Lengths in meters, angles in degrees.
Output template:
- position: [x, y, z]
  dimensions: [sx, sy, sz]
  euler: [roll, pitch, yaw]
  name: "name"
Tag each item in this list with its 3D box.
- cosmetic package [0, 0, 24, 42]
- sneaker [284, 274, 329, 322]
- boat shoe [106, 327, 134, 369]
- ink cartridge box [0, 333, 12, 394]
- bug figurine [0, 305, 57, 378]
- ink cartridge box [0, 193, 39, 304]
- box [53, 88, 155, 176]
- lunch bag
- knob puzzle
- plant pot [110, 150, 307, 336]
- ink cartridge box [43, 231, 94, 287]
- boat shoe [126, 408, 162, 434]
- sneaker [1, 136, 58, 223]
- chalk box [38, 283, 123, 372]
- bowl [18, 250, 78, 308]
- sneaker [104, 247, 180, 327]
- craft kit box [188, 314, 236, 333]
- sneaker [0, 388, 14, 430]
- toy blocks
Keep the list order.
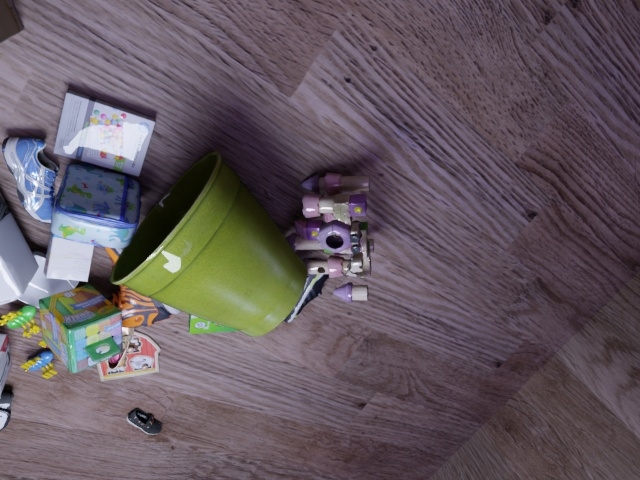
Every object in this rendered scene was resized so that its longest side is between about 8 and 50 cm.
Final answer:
- position: [-0.610, -0.395, 0.747]
  dimensions: [0.113, 0.309, 0.160]
  euler: [-17, 126, -9]
  name: "cosmetic package"
- position: [-0.038, 0.172, 1.445]
  dimensions: [0.097, 0.084, 0.235]
  euler: [21, 111, -31]
  name: "sneaker"
- position: [-0.578, 0.294, 1.316]
  dimensions: [0.062, 0.059, 0.170]
  euler: [11, 105, -13]
  name: "boat shoe"
- position: [-0.819, 0.311, 1.140]
  dimensions: [0.056, 0.099, 0.135]
  euler: [8, 130, -20]
  name: "ink cartridge box"
- position: [-0.791, 0.260, 1.218]
  dimensions: [0.216, 0.072, 0.279]
  euler: [-26, 131, 12]
  name: "bug figurine"
- position: [-0.831, -0.035, 0.945]
  dimensions: [0.285, 0.166, 0.395]
  euler: [-17, 116, -10]
  name: "ink cartridge box"
- position: [-0.494, -0.242, 1.050]
  dimensions: [0.186, 0.038, 0.145]
  euler: [15, 114, -28]
  name: "box"
- position: [-0.498, -0.081, 1.037]
  dimensions: [0.176, 0.219, 0.090]
  euler: [16, 120, -27]
  name: "lunch bag"
- position: [-0.585, 0.347, 1.384]
  dimensions: [0.213, 0.030, 0.213]
  euler: [-9, 122, -14]
  name: "knob puzzle"
- position: [-0.229, 0.042, 1.095]
  dimensions: [0.366, 0.366, 0.353]
  euler: [-44, 117, 10]
  name: "plant pot"
- position: [-0.609, 0.037, 1.107]
  dimensions: [0.089, 0.092, 0.143]
  euler: [11, 89, -35]
  name: "ink cartridge box"
- position: [-0.583, 0.609, 1.534]
  dimensions: [0.042, 0.049, 0.133]
  euler: [-36, 121, 14]
  name: "boat shoe"
- position: [-0.638, -0.132, 1.039]
  dimensions: [0.081, 0.080, 0.211]
  euler: [-10, 124, -10]
  name: "sneaker"
- position: [-0.579, 0.223, 1.131]
  dimensions: [0.132, 0.213, 0.132]
  euler: [-20, 126, -48]
  name: "chalk box"
- position: [-0.711, 0.097, 1.169]
  dimensions: [0.142, 0.053, 0.142]
  euler: [-44, 126, 9]
  name: "bowl"
- position: [-0.521, 0.126, 1.214]
  dimensions: [0.180, 0.125, 0.321]
  euler: [-27, 126, -4]
  name: "sneaker"
- position: [-0.256, 0.179, 1.352]
  dimensions: [0.246, 0.061, 0.250]
  euler: [2, 134, -18]
  name: "craft kit box"
- position: [-0.979, 0.394, 1.213]
  dimensions: [0.257, 0.169, 0.448]
  euler: [-10, 131, -25]
  name: "sneaker"
- position: [0.000, 0.000, 1.236]
  dimensions: [0.259, 0.309, 0.289]
  euler: [0, 127, 12]
  name: "toy blocks"
